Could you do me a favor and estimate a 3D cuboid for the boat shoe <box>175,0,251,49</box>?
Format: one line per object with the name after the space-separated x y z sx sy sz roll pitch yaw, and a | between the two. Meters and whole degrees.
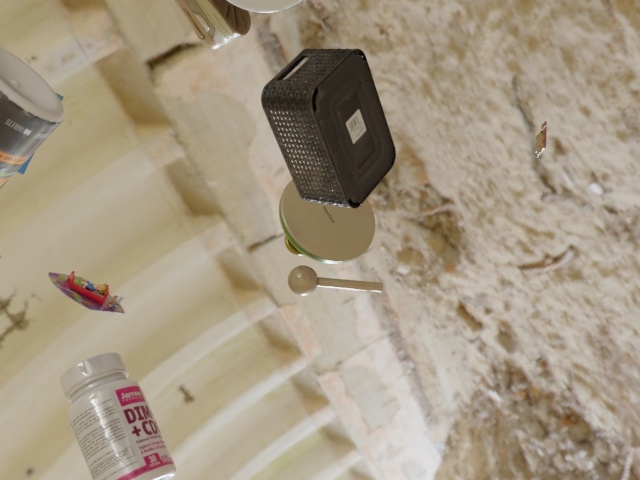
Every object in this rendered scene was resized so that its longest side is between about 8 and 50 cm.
-0.271 -0.517 1.558 0.341 0.110 0.121 57 -142 -19 | boat shoe

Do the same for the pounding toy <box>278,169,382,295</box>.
0.000 0.000 1.483 0.110 0.183 0.236 132 136 -56 | pounding toy

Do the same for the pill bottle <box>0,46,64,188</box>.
-0.419 -0.099 0.937 0.130 0.246 0.130 44 -167 -13 | pill bottle

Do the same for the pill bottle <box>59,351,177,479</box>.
-0.423 0.385 1.693 0.283 0.160 0.160 61 175 18 | pill bottle

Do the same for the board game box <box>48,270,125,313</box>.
-0.456 0.092 1.630 0.133 0.033 0.169 35 -175 23 | board game box

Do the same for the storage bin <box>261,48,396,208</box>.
0.015 -0.144 1.051 0.084 0.122 0.180 11 137 37 | storage bin

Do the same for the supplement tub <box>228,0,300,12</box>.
-0.106 -0.567 1.432 0.331 0.241 0.241 -99 -12 -47 | supplement tub

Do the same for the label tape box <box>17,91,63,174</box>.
-0.741 -0.280 1.696 0.334 0.106 0.240 31 -130 -23 | label tape box

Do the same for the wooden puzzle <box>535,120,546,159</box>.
0.466 -0.209 1.737 0.049 0.006 0.083 108 170 -70 | wooden puzzle
